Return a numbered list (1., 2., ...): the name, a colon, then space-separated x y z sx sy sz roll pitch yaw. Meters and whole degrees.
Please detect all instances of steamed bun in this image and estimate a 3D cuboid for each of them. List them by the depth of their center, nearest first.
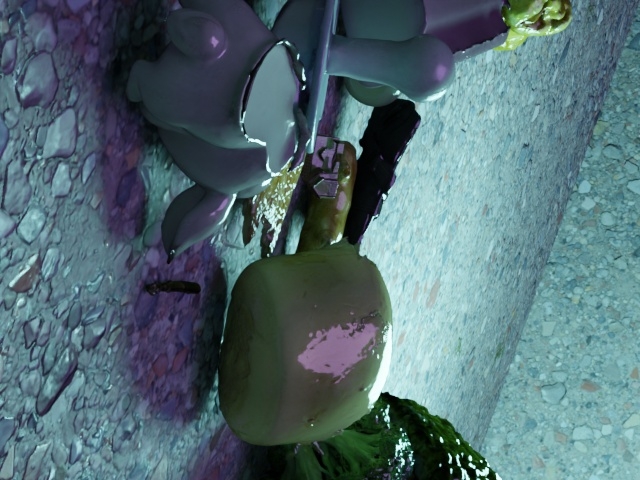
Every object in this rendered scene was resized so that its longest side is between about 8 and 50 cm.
1. steamed bun: -0.007 0.144 1.810 0.232 0.166 0.273 1 112 -28

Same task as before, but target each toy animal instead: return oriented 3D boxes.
1. toy animal: -0.108 -0.125 1.478 0.208 0.154 0.325 -45 150 -43

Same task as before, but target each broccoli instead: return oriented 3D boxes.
1. broccoli: 0.004 0.322 2.043 0.270 0.270 0.270 51 51 -30

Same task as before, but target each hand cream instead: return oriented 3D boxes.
1. hand cream: 0.126 -0.285 2.069 0.306 0.093 0.147 -45 148 -57

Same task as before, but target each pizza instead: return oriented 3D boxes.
1. pizza: -0.060 -0.103 1.786 0.181 0.034 0.262 -8 110 -69

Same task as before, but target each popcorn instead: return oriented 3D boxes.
1. popcorn: 0.342 -0.429 2.383 0.200 0.203 0.226 -17 130 -60

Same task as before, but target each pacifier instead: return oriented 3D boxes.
1. pacifier: 0.046 -0.201 1.633 0.287 0.226 0.238 -72 169 -70

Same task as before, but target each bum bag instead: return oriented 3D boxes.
1. bum bag: 0.070 -0.093 2.017 0.123 0.060 0.248 26 -82 67

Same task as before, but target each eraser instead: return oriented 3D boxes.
1. eraser: 0.139 -0.371 1.892 0.359 0.122 0.272 -33 112 -62

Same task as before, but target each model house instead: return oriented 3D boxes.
1. model house: -0.007 -0.104 1.901 0.058 0.057 0.083 5 106 -30

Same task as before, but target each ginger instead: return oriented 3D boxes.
1. ginger: -0.003 -0.001 1.963 0.118 0.065 0.298 174 -70 -73

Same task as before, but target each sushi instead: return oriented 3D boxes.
1. sushi: 0.121 0.421 2.226 0.178 0.352 0.294 27 98 -32

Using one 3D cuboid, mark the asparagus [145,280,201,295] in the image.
1. asparagus: -0.173 0.056 1.636 0.127 0.015 0.018 6 98 -70
